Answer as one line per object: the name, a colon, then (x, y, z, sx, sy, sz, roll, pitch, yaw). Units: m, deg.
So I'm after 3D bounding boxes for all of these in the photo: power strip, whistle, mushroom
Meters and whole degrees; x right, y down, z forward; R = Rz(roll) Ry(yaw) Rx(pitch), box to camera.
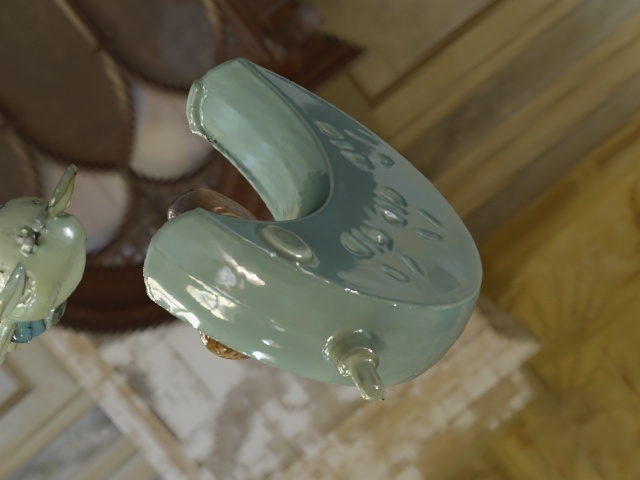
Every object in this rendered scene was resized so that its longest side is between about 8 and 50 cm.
power strip: (0.000, 0.000, 0.903, 0.054, 0.167, 0.253, -60, -167, 22)
whistle: (-0.196, 0.026, 1.218, 0.236, 0.077, 0.114, 127, -13, -70)
mushroom: (-0.078, 0.032, 1.655, 0.080, 0.171, 0.135, -17, -148, -12)
